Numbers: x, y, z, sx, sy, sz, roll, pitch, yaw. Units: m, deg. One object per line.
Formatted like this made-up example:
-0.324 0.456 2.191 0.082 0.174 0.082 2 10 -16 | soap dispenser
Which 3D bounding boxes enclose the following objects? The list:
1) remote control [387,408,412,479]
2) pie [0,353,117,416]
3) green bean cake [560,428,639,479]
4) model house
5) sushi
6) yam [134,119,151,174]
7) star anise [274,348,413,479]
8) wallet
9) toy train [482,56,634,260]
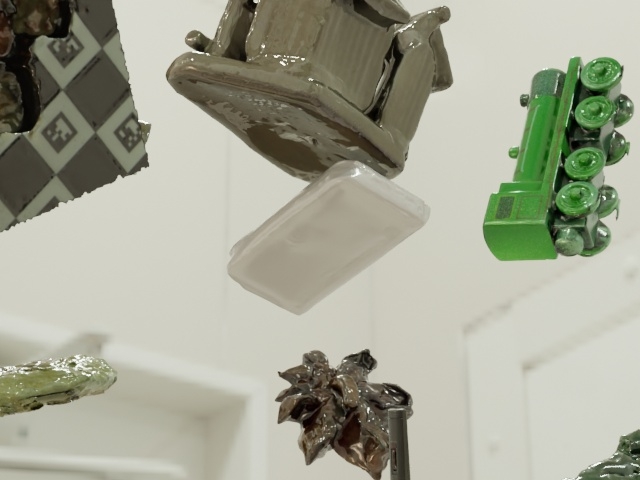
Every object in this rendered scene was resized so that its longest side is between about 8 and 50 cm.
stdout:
0.090 0.244 2.151 0.016 0.091 0.034 1 -5 -43 | remote control
-0.437 0.213 2.597 0.306 0.071 0.306 -13 -1 0 | pie
0.385 0.354 2.205 0.307 0.300 0.169 -3 -69 -5 | green bean cake
0.009 -0.154 1.455 0.122 0.188 0.229 15 -13 45 | model house
-0.315 -0.150 1.687 0.294 0.292 0.059 -24 25 -34 | sushi
-0.284 -0.128 2.149 0.169 0.068 0.068 17 -27 3 | yam
0.039 0.234 2.562 0.214 0.220 0.099 -1 -48 -28 | star anise
0.000 0.000 1.497 0.095 0.033 0.190 32 -42 -23 | wallet
0.239 -0.083 1.802 0.119 0.251 0.085 -3 -43 22 | toy train
